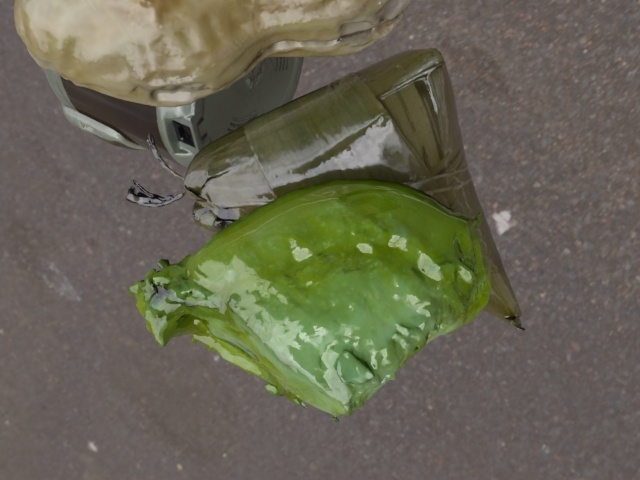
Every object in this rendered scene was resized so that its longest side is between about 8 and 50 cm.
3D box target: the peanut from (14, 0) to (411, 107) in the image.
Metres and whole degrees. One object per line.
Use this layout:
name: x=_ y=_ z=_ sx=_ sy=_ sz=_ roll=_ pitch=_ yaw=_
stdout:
peanut: x=-0.068 y=-0.173 z=0.597 sx=0.130 sy=0.290 sz=0.130 roll=163 pitch=90 yaw=-82

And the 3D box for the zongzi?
zongzi: x=0.000 y=0.000 z=1.055 sx=0.447 sy=0.181 sz=0.418 roll=-22 pitch=101 yaw=7

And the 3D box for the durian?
durian: x=0.008 y=0.056 z=0.865 sx=0.256 sy=0.340 sz=0.204 roll=44 pitch=160 yaw=32

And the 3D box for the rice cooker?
rice cooker: x=-0.224 y=-0.286 z=1.239 sx=0.325 sy=0.335 sz=0.335 roll=25 pitch=130 yaw=22
